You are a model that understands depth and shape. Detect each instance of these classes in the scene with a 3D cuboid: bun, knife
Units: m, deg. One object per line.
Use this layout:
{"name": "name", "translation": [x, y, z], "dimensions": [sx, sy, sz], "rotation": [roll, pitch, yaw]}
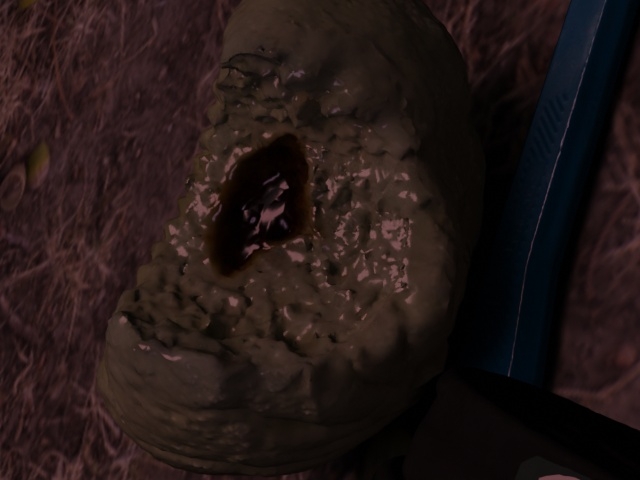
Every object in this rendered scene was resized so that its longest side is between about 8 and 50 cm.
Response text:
{"name": "bun", "translation": [0.000, 0.000, 0.741], "dimensions": [0.204, 0.126, 0.212], "rotation": [-63, -8, -61]}
{"name": "knife", "translation": [0.090, -0.011, 0.737], "dimensions": [0.044, 0.026, 0.296], "rotation": [8, 76, 52]}

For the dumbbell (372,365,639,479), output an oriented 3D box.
{"name": "dumbbell", "translation": [0.142, 0.009, 0.520], "dimensions": [0.185, 0.185, 0.388], "rotation": [32, 99, 55]}
